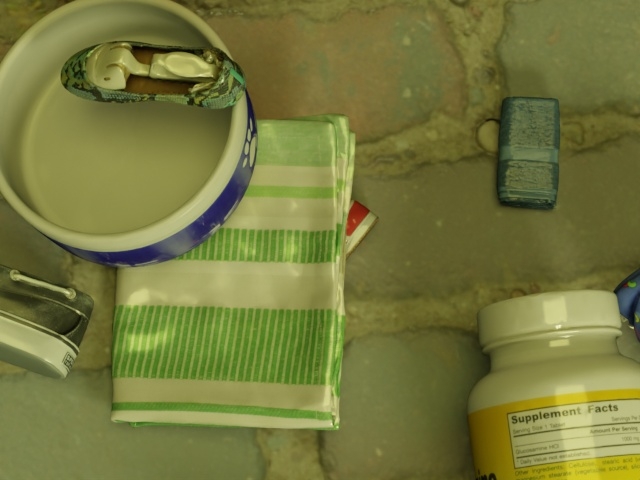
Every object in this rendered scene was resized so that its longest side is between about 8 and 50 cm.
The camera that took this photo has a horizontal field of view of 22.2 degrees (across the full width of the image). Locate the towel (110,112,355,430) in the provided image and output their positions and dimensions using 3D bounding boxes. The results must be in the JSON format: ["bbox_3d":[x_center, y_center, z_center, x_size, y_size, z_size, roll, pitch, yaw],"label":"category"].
[{"bbox_3d":[-0.091,0.029,1.661,0.247,0.038,0.325,0,76,9],"label":"towel"}]

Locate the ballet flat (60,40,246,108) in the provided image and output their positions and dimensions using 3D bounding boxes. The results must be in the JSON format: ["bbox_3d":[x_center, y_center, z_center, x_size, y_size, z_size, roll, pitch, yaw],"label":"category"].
[{"bbox_3d":[-0.166,-0.167,1.566,0.188,0.070,0.070,3,77,10],"label":"ballet flat"}]

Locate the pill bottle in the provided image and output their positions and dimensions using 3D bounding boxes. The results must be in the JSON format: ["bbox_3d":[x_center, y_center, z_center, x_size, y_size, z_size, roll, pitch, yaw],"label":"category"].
[{"bbox_3d":[0.244,0.224,1.592,0.187,0.188,0.334,-5,77,-6],"label":"pill bottle"}]

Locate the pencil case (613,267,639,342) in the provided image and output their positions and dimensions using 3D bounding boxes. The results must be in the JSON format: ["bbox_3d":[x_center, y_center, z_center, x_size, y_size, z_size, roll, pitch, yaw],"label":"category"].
[{"bbox_3d":[0.399,0.147,1.637,0.119,0.133,0.306,-16,77,-45],"label":"pencil case"}]

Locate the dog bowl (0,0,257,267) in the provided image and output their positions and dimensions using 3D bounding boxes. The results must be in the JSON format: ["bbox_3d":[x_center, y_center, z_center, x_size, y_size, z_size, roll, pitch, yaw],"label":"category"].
[{"bbox_3d":[-0.199,-0.109,1.644,0.264,0.104,0.265,-2,74,8],"label":"dog bowl"}]

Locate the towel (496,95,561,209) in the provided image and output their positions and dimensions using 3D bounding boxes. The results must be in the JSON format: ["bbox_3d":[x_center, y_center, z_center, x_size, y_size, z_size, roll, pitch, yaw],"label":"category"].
[{"bbox_3d":[0.223,-0.094,1.744,0.067,0.029,0.120,5,77,-4],"label":"towel"}]

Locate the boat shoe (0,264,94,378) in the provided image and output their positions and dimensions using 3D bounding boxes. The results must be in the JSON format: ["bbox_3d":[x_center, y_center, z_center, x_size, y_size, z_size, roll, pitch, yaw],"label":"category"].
[{"bbox_3d":[-0.376,0.034,1.623,0.306,0.113,0.105,21,70,-3],"label":"boat shoe"}]

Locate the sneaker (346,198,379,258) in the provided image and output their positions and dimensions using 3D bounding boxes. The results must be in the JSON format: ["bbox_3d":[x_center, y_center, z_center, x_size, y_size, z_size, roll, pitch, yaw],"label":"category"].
[{"bbox_3d":[0.000,0.000,1.697,0.067,0.042,0.118,40,72,3],"label":"sneaker"}]
